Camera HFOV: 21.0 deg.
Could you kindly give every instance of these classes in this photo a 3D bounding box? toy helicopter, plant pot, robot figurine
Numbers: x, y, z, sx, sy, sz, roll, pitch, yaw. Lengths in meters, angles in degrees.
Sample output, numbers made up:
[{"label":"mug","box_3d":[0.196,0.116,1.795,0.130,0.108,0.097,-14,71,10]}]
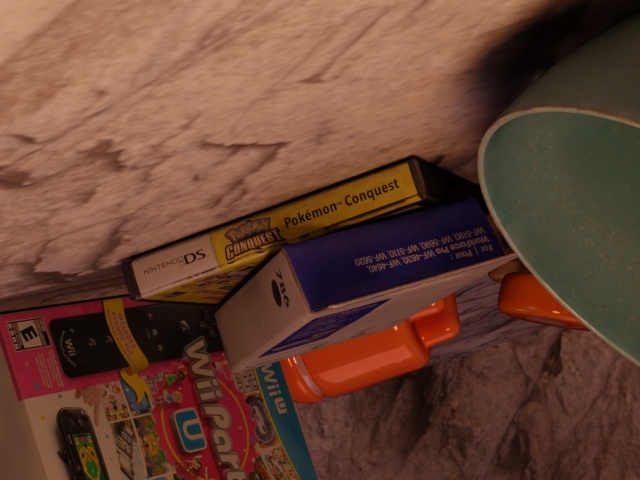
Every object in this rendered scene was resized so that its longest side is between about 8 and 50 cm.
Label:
[{"label":"toy helicopter","box_3d":[0.241,0.018,1.476,0.235,0.140,0.355,12,174,-10]},{"label":"plant pot","box_3d":[0.266,-0.046,1.027,0.195,0.290,0.290,-52,-177,-19]},{"label":"robot figurine","box_3d":[0.023,0.083,1.690,0.219,0.128,0.158,-20,173,14]}]

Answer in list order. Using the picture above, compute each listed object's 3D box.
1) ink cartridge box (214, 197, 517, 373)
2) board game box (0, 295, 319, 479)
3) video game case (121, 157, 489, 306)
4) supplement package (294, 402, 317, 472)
[{"label":"ink cartridge box","box_3d":[0.029,0.034,1.367,0.165,0.065,0.332,-14,173,-19]},{"label":"board game box","box_3d":[-0.158,0.162,1.515,0.097,0.224,0.303,-27,167,38]},{"label":"video game case","box_3d":[0.000,0.000,1.426,0.248,0.035,0.275,-20,172,15]},{"label":"supplement package","box_3d":[-0.126,0.230,1.762,0.177,0.293,0.175,-21,170,29]}]
